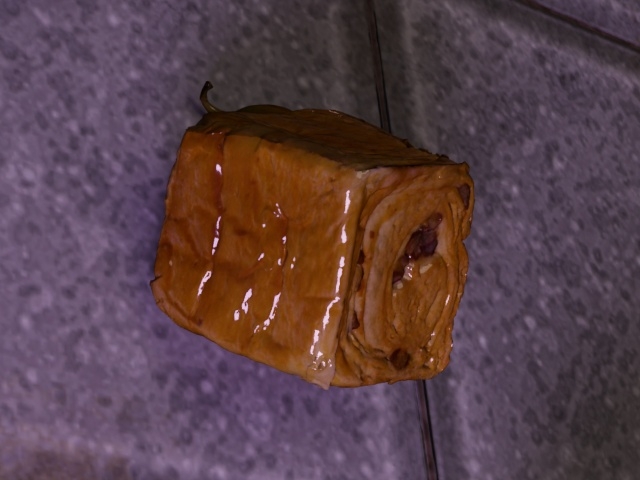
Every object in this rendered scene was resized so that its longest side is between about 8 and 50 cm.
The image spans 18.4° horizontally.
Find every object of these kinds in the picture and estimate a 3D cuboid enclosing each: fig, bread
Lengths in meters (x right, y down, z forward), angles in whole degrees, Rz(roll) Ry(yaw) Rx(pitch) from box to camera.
[{"bbox_3d":[-0.044,-0.073,1.283,0.083,0.050,0.050,35,44,-3],"label":"fig"},{"bbox_3d":[0.000,0.000,1.188,0.158,0.143,0.149,6,100,-50],"label":"bread"}]
